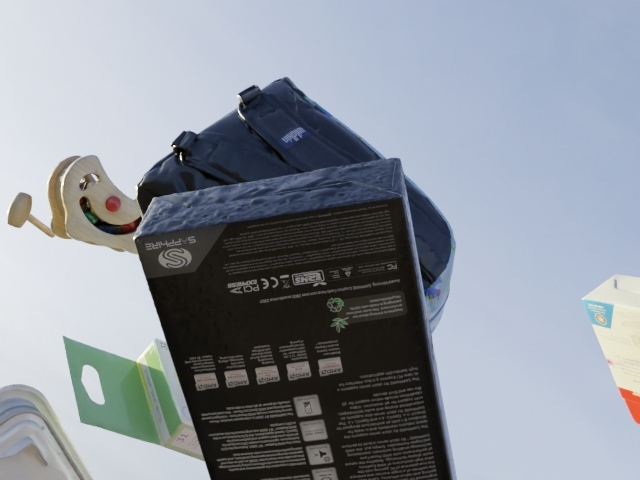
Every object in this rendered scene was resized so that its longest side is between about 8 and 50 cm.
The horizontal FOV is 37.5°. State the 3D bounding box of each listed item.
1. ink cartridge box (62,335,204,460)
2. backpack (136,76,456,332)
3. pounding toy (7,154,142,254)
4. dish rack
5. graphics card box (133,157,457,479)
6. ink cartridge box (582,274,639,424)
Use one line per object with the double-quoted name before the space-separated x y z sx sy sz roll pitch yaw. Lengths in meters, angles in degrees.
"ink cartridge box" -0.214 0.198 1.238 0.235 0.056 0.171 31 17 -37
"backpack" 0.000 0.000 1.167 0.356 0.290 0.273 27 -36 29
"pounding toy" -0.432 -0.072 1.723 0.270 0.154 0.155 17 -7 -39
"dish rack" -0.389 0.370 1.136 0.072 0.286 0.332 21 -41 46
"graphics card box" -0.008 0.121 0.871 0.233 0.094 0.370 -9 -63 9
"ink cartridge box" 0.493 0.171 1.384 0.134 0.078 0.231 10 -51 64
